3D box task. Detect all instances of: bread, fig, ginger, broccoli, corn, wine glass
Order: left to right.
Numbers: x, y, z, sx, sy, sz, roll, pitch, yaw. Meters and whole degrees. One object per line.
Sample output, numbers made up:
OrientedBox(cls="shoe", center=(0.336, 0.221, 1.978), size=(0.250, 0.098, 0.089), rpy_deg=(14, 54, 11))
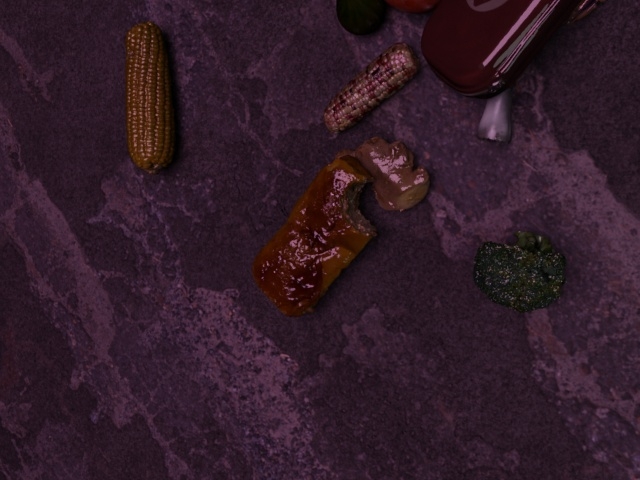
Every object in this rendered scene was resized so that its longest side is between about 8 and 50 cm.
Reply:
OrientedBox(cls="corn", center=(-0.410, -0.340, 1.817), size=(0.121, 0.120, 0.362), rpy_deg=(1, 94, 24))
OrientedBox(cls="bread", center=(0.000, 0.000, 1.639), size=(0.185, 0.109, 0.380), rpy_deg=(47, 120, 17))
OrientedBox(cls="fig", center=(0.080, -0.492, 1.560), size=(0.117, 0.177, 0.117), rpy_deg=(0, 88, 6))
OrientedBox(cls="corn", center=(0.101, -0.320, 1.611), size=(0.253, 0.086, 0.086), rpy_deg=(-37, 79, 23))
OrientedBox(cls="ginger", center=(0.134, -0.156, 1.618), size=(0.213, 0.074, 0.137), rpy_deg=(42, 109, 22))
OrientedBox(cls="wine glass", center=(0.357, -0.275, 1.511), size=(0.072, 0.072, 0.155), rpy_deg=(12, 99, 23))
OrientedBox(cls="broccoli", center=(0.389, 0.057, 1.475), size=(0.196, 0.195, 0.156), rpy_deg=(23, 83, 21))

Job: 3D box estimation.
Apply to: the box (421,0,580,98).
OrientedBox(cls="box", center=(0.359, -0.462, 1.426), size=(0.403, 0.108, 0.263), rpy_deg=(-53, 41, 17))

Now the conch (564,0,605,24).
OrientedBox(cls="conch", center=(0.555, -0.541, 1.395), size=(0.330, 0.109, 0.093), rpy_deg=(-51, 40, 37))

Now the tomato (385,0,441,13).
OrientedBox(cls="tomato", center=(0.184, -0.538, 1.511), size=(0.167, 0.167, 0.167), rpy_deg=(2, 95, 24))
